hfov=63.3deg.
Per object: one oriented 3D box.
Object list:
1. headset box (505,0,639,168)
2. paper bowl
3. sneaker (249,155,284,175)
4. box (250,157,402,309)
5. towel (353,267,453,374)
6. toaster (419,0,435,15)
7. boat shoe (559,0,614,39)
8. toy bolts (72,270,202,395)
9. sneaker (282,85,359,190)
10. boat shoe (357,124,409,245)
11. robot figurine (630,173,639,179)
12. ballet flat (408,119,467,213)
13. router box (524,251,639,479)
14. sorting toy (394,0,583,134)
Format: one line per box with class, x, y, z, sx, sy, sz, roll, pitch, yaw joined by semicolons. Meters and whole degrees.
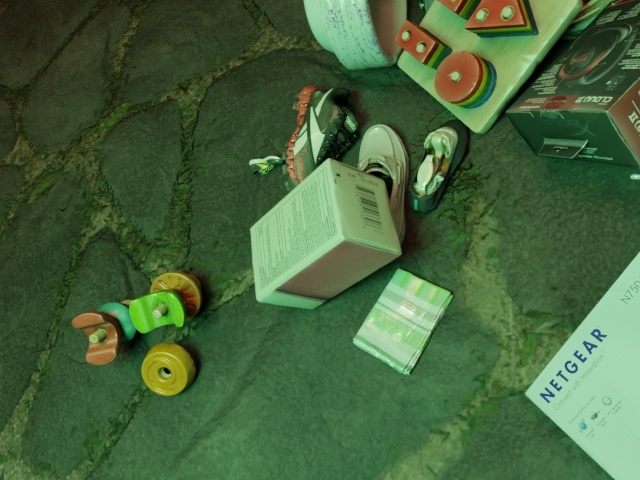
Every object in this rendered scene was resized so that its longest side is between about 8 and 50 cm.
headset box;0.444;-0.235;0.778;0.293;0.110;0.218;-46;21;-2
paper bowl;0.067;-0.488;1.033;0.148;0.284;0.284;2;67;27
sneaker;-0.115;-0.158;1.112;0.083;0.031;0.035;-6;77;27
box;0.000;0.000;0.861;0.232;0.127;0.149;-37;51;41
towel;0.133;0.128;0.852;0.113;0.023;0.152;26;79;32
toaster;0.277;-0.558;1.068;0.185;0.110;0.168;-19;55;16
boat shoe;0.381;-0.414;0.949;0.302;0.103;0.113;-7;75;23
toy bolts;-0.328;0.174;1.013;0.228;0.158;0.218;-8;102;11
sneaker;0.006;-0.198;1.029;0.135;0.097;0.276;-4;63;26
boat shoe;0.104;-0.112;0.946;0.096;0.088;0.267;-5;64;23
robot figurine;0.570;-0.026;0.615;0.300;0.200;0.353;-41;55;-1
ballet flat;0.209;-0.145;0.925;0.074;0.074;0.203;17;73;31
router box;0.443;0.156;0.554;0.301;0.082;0.335;45;124;35
sorting toy;0.265;-0.370;0.923;0.255;0.089;0.257;54;125;32
